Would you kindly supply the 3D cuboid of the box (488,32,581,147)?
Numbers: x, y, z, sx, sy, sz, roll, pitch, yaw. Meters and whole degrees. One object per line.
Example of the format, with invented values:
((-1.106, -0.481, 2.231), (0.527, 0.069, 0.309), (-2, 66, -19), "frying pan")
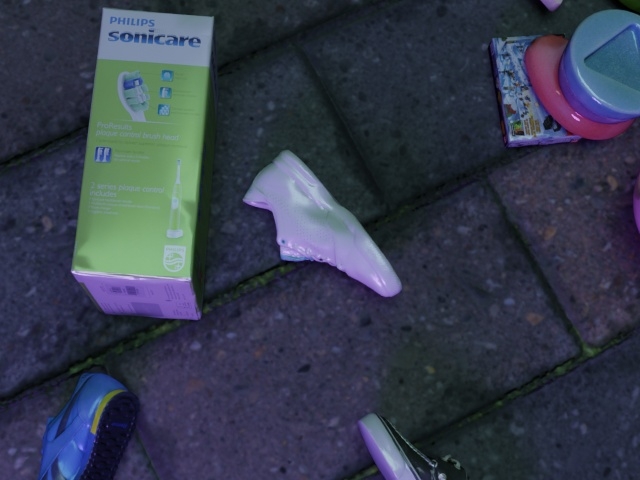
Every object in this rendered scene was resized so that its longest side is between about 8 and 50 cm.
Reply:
((0.262, -0.183, 1.283), (0.094, 0.027, 0.137), (-5, 75, -6), "box")

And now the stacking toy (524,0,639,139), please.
((0.396, -0.277, 1.249), (0.309, 0.130, 0.279), (-16, 77, -16), "stacking toy")

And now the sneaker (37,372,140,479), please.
((-0.267, 0.241, 1.119), (0.082, 0.069, 0.209), (18, 82, 34), "sneaker")

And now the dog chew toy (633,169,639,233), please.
((0.523, -0.011, 1.178), (0.332, 0.206, 0.206), (29, 75, -5), "dog chew toy")

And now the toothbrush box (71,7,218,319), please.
((-0.178, -0.073, 1.128), (0.122, 0.206, 0.283), (5, 76, -3), "toothbrush box")

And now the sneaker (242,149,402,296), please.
((0.000, 0.000, 1.199), (0.094, 0.080, 0.212), (-43, 75, -2), "sneaker")

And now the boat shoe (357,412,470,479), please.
((0.124, 0.267, 1.132), (0.070, 0.078, 0.219), (-36, 89, -12), "boat shoe")
